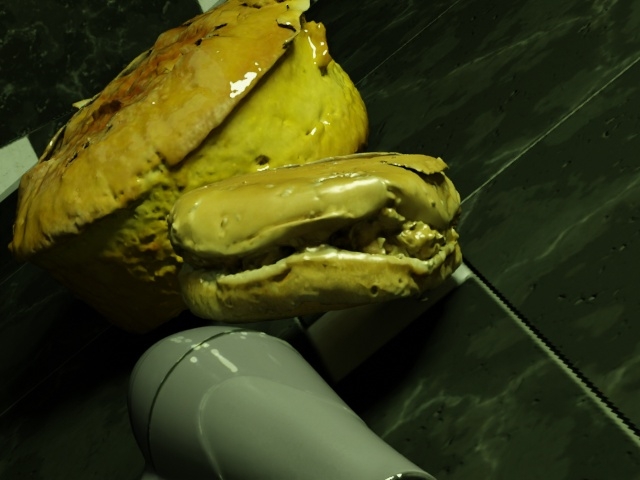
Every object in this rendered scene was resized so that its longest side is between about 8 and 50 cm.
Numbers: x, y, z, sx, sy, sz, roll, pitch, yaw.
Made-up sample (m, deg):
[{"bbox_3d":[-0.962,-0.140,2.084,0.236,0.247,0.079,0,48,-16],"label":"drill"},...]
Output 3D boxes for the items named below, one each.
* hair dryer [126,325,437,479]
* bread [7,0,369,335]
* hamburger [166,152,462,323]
[{"bbox_3d":[-0.100,0.219,0.913,0.361,0.121,0.301,-53,29,-9],"label":"hair dryer"},{"bbox_3d":[-0.114,-0.080,1.437,0.358,0.204,0.337,-40,20,10],"label":"bread"},{"bbox_3d":[-0.002,0.000,1.072,0.214,0.108,0.214,-9,6,1],"label":"hamburger"}]
